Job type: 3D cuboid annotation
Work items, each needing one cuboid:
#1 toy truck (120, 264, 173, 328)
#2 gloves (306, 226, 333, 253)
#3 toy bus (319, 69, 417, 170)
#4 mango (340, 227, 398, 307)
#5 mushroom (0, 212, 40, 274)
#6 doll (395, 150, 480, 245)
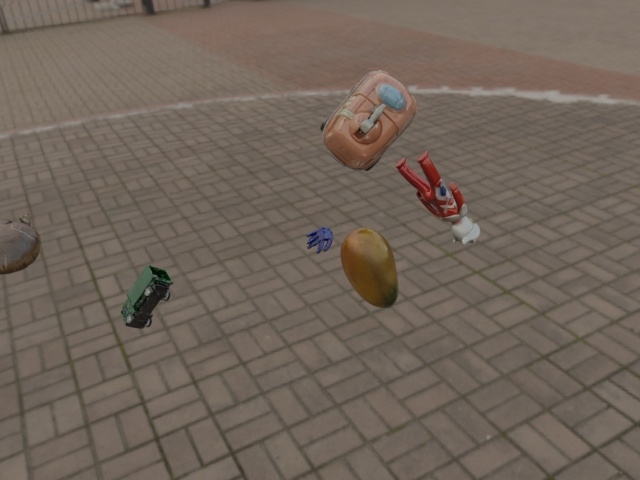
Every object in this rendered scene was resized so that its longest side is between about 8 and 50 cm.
[{"bbox_3d":[-0.431,0.144,1.454,0.065,0.147,0.079,24,16,-48],"label":"toy truck"},{"bbox_3d":[0.000,0.000,1.542,0.086,0.064,0.026,-28,-6,-36],"label":"gloves"},{"bbox_3d":[0.137,-0.334,1.613,0.288,0.194,0.232,-48,3,-2],"label":"toy bus"},{"bbox_3d":[0.130,0.074,1.559,0.120,0.221,0.151,-25,14,-34],"label":"mango"},{"bbox_3d":[-0.675,-0.001,1.283,0.135,0.080,0.171,18,38,-12],"label":"mushroom"},{"bbox_3d":[0.414,-0.131,1.993,0.099,0.384,0.188,-45,19,-21],"label":"doll"}]
